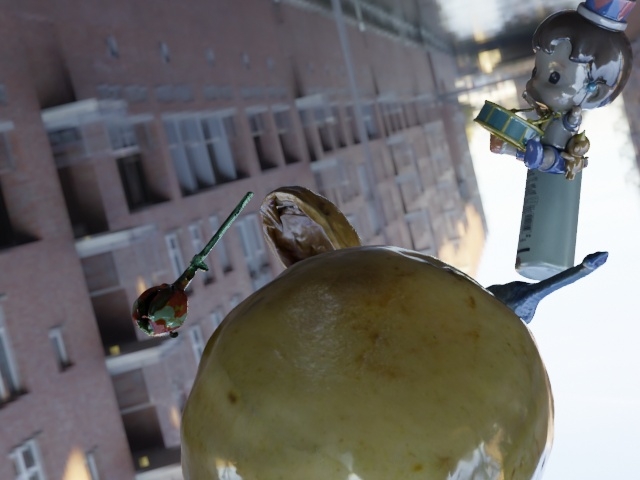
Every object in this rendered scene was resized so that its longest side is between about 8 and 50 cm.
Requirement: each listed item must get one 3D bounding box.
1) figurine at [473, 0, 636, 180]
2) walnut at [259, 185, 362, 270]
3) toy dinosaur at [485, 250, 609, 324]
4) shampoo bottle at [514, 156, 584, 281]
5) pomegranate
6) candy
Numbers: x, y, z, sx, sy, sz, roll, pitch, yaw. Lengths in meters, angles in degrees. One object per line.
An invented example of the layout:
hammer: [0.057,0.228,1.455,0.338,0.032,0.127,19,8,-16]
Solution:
figurine: [0.335,-0.224,1.612,0.158,0.276,0.161,29,-178,-27]
walnut: [0.003,0.000,1.796,0.087,0.211,0.167,-27,152,-34]
toy dinosaur: [0.238,0.068,1.369,0.188,0.075,0.247,-32,173,2]
shampoo bottle: [0.342,-0.073,1.727,0.085,0.262,0.085,9,163,3]
pomegranate: [0.047,0.171,0.993,0.332,0.333,0.332,-14,-175,1]
candy: [-0.119,0.020,1.149,0.055,0.049,0.185,22,-119,27]
